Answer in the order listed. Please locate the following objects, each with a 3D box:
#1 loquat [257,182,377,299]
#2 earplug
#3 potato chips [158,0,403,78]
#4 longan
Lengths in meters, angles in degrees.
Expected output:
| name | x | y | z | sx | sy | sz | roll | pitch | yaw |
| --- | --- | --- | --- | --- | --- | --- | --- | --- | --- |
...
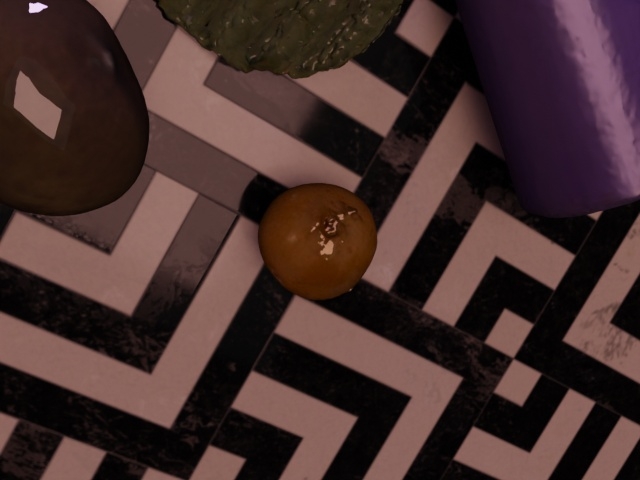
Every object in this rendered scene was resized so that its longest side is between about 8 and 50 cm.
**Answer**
| name | x | y | z | sx | sy | sz | roll | pitch | yaw |
| --- | --- | --- | --- | --- | --- | --- | --- | --- | --- |
| loquat | 0.000 | 0.000 | 0.871 | 0.141 | 0.141 | 0.141 | -4 | 105 | -16 |
| earplug | 0.253 | -0.267 | 0.844 | 0.215 | 0.215 | 0.456 | -28 | 107 | -8 |
| potato chips | -0.027 | -0.355 | 0.705 | 0.358 | 0.070 | 0.429 | 30 | 124 | -24 |
| longan | -0.266 | -0.129 | 0.727 | 0.196 | 0.196 | 0.220 | -23 | 117 | -10 |
